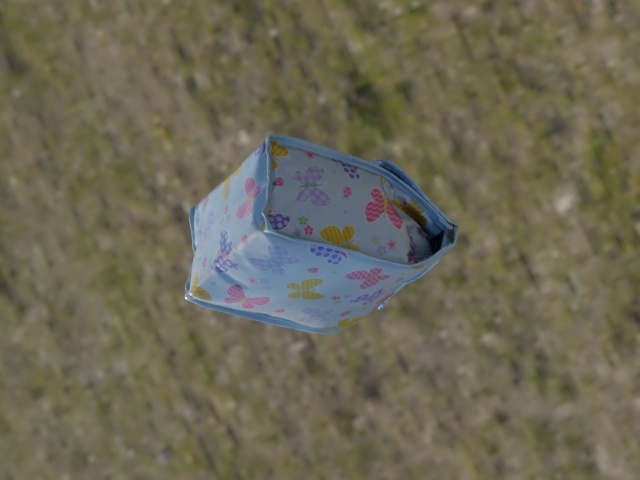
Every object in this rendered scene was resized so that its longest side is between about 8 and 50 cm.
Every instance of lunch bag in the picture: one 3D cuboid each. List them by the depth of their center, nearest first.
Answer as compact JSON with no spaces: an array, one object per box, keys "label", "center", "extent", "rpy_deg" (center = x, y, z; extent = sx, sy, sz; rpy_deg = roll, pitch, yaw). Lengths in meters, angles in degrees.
[{"label":"lunch bag","center":[0.000,0.000,0.758],"extent":[0.071,0.083,0.053],"rpy_deg":[-41,40,52]}]
